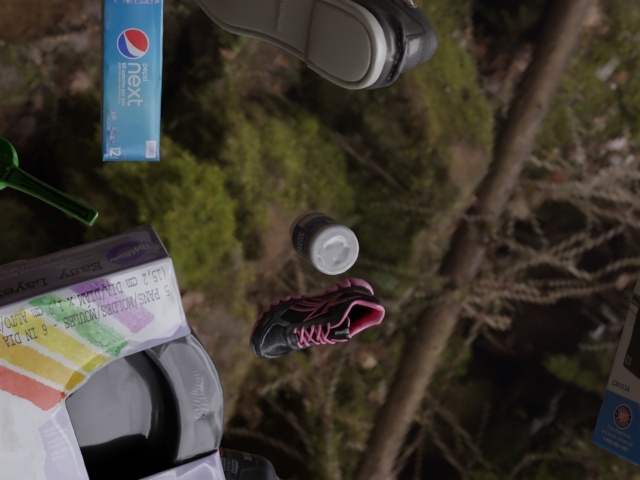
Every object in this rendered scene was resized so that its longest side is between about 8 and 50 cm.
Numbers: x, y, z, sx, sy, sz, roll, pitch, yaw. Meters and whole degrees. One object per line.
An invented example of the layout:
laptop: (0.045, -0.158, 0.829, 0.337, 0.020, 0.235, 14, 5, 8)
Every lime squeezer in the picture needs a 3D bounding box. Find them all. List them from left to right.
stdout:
lime squeezer: (-0.346, -0.093, 1.225, 0.059, 0.310, 0.110, -55, -175, 3)

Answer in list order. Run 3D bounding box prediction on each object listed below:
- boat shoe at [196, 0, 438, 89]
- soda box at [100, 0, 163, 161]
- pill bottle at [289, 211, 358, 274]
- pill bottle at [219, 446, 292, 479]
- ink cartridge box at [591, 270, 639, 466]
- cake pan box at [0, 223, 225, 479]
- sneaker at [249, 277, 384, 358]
boat shoe: (-0.025, -0.244, 1.287, 0.095, 0.335, 0.112, -16, 133, -40)
soda box: (-0.216, -0.199, 1.497, 0.067, 0.071, 0.210, 0, 115, -12)
pill bottle: (0.000, 0.000, 1.720, 0.067, 0.067, 0.120, -47, -158, -4)
pill bottle: (-0.135, 0.296, 1.485, 0.130, 0.246, 0.130, -166, -90, -79)
ink cartridge box: (0.463, 0.128, 1.521, 0.223, 0.129, 0.307, 22, -83, 67)
cake pan box: (-0.205, 0.137, 0.963, 0.267, 0.070, 0.245, -17, 121, -14)
sneaker: (0.000, 0.069, 1.082, 0.119, 0.057, 0.047, -23, 119, -18)
